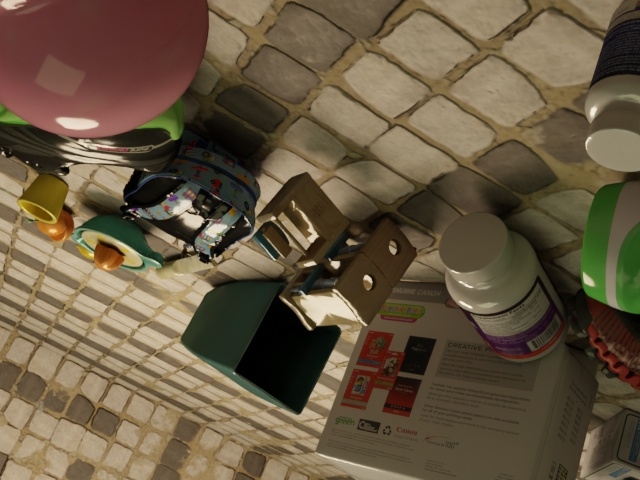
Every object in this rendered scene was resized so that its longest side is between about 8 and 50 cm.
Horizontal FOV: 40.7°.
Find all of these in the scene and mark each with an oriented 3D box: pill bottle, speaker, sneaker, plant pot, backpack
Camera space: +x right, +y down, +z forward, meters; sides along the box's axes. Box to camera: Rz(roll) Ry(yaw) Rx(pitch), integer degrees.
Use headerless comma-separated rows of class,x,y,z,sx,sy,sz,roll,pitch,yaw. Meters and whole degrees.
pill bottle,0.209,0.053,1.000,0.108,0.108,0.193,5,150,36
speaker,0.388,0.020,0.748,0.296,0.131,0.131,9,153,30
sneaker,0.418,0.136,1.003,0.276,0.098,0.135,42,127,0
pill bottle,0.229,-0.111,0.620,0.067,0.120,0.067,20,156,9
plant pot,-0.123,0.172,1.493,0.234,0.166,0.165,5,151,49
backpack,-0.148,-0.062,1.069,0.158,0.117,0.173,32,156,-18
sneaker,-0.374,-0.160,0.989,0.482,0.185,0.202,15,151,20

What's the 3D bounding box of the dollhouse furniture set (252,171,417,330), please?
dollhouse furniture set,0.000,0.000,1.077,0.184,0.129,0.129,50,149,-19

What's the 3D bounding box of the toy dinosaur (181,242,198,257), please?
toy dinosaur,-0.191,-0.004,1.331,0.090,0.047,0.082,38,136,-7

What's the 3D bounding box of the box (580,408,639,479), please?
box,0.583,0.376,1.366,0.289,0.087,0.169,21,156,5

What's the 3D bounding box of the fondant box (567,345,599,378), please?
fondant box,0.300,0.313,1.300,0.096,0.238,0.330,19,156,4

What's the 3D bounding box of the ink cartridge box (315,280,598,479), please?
ink cartridge box,0.187,0.205,1.141,0.309,0.272,0.130,4,152,39

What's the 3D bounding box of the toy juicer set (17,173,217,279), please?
toy juicer set,-0.352,0.020,1.463,0.328,0.090,0.209,26,156,-7

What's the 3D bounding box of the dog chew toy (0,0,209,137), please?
dog chew toy,-0.223,-0.240,0.679,0.206,0.207,0.332,9,145,30
